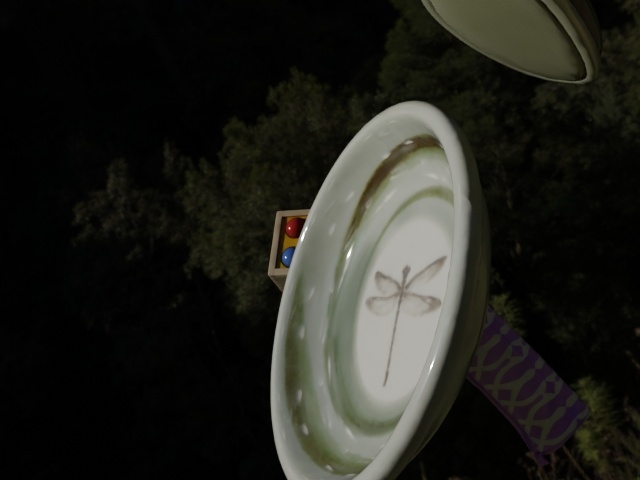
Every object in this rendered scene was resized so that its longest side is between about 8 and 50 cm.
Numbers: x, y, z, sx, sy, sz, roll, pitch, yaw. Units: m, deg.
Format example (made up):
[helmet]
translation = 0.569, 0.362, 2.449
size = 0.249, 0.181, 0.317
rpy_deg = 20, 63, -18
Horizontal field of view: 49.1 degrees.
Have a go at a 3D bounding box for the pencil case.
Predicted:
[pencil case]
translation = 0.206, 0.148, 0.802
size = 0.088, 0.206, 0.086
rpy_deg = -41, -13, -23

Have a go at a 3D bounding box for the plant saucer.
[plant saucer]
translation = 0.067, 0.065, 0.707
size = 0.101, 0.400, 0.400
rpy_deg = 17, 0, -19

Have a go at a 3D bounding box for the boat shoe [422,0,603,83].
[boat shoe]
translation = 0.106, -0.231, 0.490
size = 0.127, 0.340, 0.113
rpy_deg = 18, 82, 60

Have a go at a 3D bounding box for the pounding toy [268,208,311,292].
[pounding toy]
translation = 0.000, 0.000, 1.065
size = 0.141, 0.100, 0.130
rpy_deg = -3, 62, 18
